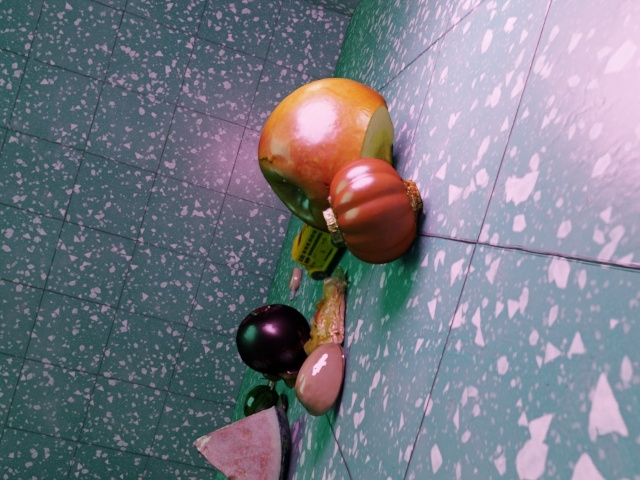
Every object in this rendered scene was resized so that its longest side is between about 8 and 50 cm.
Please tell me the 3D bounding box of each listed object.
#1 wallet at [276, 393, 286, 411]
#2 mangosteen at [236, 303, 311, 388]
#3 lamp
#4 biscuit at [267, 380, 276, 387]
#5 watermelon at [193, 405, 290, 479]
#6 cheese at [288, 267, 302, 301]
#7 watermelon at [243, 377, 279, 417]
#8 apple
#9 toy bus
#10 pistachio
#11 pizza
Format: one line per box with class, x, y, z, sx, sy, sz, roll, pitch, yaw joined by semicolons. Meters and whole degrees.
wallet;-0.157;0.647;1.840;0.118;0.039;0.152;-145;73;-82
mangosteen;-0.147;0.368;1.734;0.275;0.275;0.301;-149;40;-80
lamp;0.107;-0.059;1.029;0.223;0.197;0.223;-19;-90;-85
biscuit;-0.237;0.723;2.186;0.099;0.038;0.322;120;164;-65
watermelon;-0.205;0.616;1.564;0.250;0.293;0.283;-54;1;-15
cheese;-0.127;0.211;2.392;0.092;0.048;0.171;129;155;-69
watermelon;-0.217;0.613;1.938;0.187;0.141;0.140;-61;12;11
apple;0.042;-0.215;1.290;0.374;0.384;0.374;-47;1;1
toy bus;0.000;0.000;1.689;0.330;0.152;0.144;119;164;-52
pistachio;0.003;0.337;1.242;0.126;0.108;0.185;-13;51;42
pizza;0.015;0.209;1.475;0.280;0.075;0.287;126;159;-61
